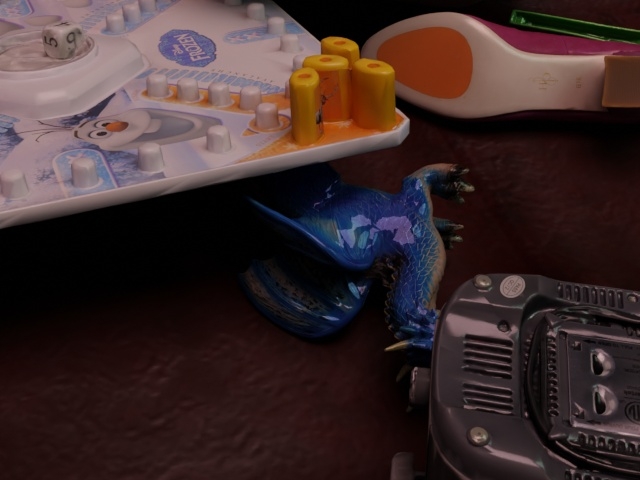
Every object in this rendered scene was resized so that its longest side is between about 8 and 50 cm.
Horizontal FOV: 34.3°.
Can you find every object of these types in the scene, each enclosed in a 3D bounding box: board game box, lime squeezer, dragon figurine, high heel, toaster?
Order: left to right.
[{"bbox_3d":[-0.193,-0.128,0.705,0.390,0.050,0.390,-13,33,-17],"label":"board game box"},{"bbox_3d":[0.000,0.000,0.643,0.289,0.085,0.144,25,48,17],"label":"dragon figurine"},{"bbox_3d":[0.159,-0.134,0.820,0.244,0.082,0.117,3,6,19],"label":"high heel"},{"bbox_3d":[0.150,0.111,0.505,0.227,0.146,0.129,7,46,2],"label":"toaster"},{"bbox_3d":[0.301,-0.165,0.801,0.310,0.110,0.059,11,67,52],"label":"lime squeezer"}]

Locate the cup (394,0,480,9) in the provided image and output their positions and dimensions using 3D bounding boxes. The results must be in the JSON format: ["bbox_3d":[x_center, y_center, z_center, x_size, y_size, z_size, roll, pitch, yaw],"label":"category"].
[{"bbox_3d":[0.075,-0.326,0.837,0.237,0.331,0.331,38,34,-32],"label":"cup"}]
